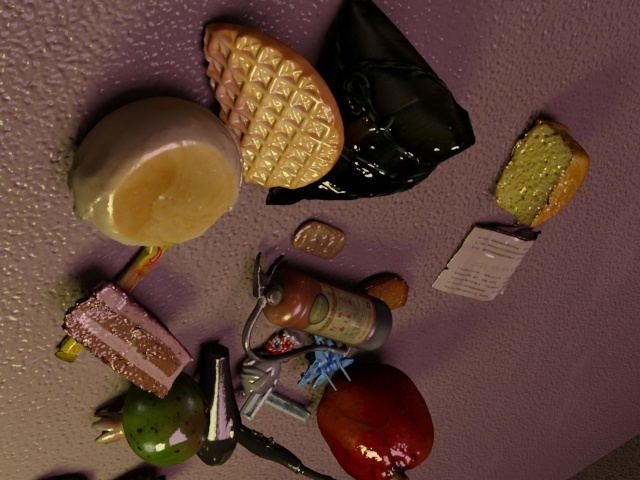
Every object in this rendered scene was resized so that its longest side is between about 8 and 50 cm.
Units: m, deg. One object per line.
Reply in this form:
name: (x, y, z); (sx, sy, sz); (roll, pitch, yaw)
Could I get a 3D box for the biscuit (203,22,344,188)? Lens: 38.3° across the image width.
biscuit: (-0.064, -0.183, 1.388); (0.309, 0.204, 0.040); (78, 31, -47)

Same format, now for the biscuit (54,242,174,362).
biscuit: (-0.355, 0.099, 1.575); (0.292, 0.026, 0.048); (-48, 152, 13)

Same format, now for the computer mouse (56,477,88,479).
computer mouse: (-0.530, 0.520, 1.855); (0.172, 0.057, 0.099); (-5, 132, -55)

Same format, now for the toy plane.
toy plane: (0.005, 0.241, 2.018); (0.169, 0.078, 0.246); (-33, 138, -9)

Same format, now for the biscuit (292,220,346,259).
biscuit: (0.000, 0.000, 1.793); (0.071, 0.018, 0.147); (-50, 144, 13)

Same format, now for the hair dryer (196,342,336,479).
hair dryer: (-0.112, 0.380, 1.851); (0.120, 0.359, 0.304); (-38, 145, -51)

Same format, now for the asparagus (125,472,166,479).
asparagus: (-0.487, 0.607, 1.945); (0.381, 0.108, 0.128); (-22, 143, -20)

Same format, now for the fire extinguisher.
fire extinguisher: (-0.018, 0.160, 1.821); (0.376, 0.113, 0.200); (24, 73, -44)

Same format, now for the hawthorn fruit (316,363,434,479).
hawthorn fruit: (0.139, 0.444, 2.162); (0.265, 0.307, 0.265); (-18, 135, -19)

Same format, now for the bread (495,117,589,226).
bread: (0.486, -0.140, 1.972); (0.139, 0.143, 0.229); (-4, 134, -38)

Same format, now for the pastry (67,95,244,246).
pastry: (-0.240, -0.098, 1.367); (0.264, 0.133, 0.265); (-24, 143, -20)

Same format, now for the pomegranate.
pomegranate: (-0.323, 0.344, 1.766); (0.225, 0.187, 0.187); (-13, 146, 10)

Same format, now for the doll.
doll: (-0.110, 0.260, 1.936); (0.094, 0.079, 0.180); (42, 87, -26)

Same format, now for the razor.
razor: (-0.095, 0.367, 2.090); (0.111, 0.056, 0.278); (-55, 152, -5)

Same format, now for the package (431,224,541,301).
package: (0.406, 0.053, 2.188); (0.250, 0.062, 0.204); (4, 125, -40)

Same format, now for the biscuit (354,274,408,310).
biscuit: (0.116, 0.125, 2.030); (0.206, 0.025, 0.126); (-15, 138, -31)

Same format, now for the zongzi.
zongzi: (0.135, -0.186, 1.550); (0.362, 0.319, 0.383); (-12, 156, -37)

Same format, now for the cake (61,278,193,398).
cake: (-0.338, 0.159, 1.589); (0.116, 0.113, 0.295); (-45, 145, -8)
